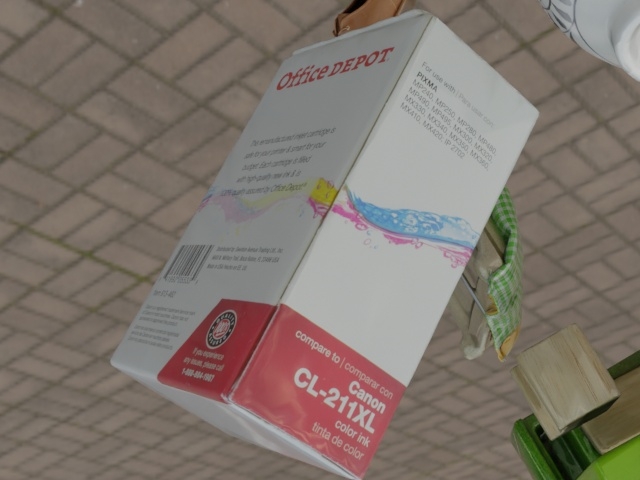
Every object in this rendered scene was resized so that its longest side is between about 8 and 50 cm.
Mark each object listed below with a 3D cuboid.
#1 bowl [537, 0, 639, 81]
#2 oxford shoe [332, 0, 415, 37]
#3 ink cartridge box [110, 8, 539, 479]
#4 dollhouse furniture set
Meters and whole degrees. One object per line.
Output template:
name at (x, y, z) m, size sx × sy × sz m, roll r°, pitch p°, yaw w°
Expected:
bowl at (0.149, -0.108, 0.405) m, size 0.170 × 0.080 × 0.170 m, roll 5°, pitch 157°, yaw 2°
oxford shoe at (0.039, -0.227, 1.260) m, size 0.076 × 0.212 × 0.076 m, roll 29°, pitch 165°, yaw -33°
ink cartridge box at (0.000, 0.000, 0.460) m, size 0.072 × 0.175 × 0.127 m, roll 36°, pitch 163°, yaw -25°
dollhouse furniture set at (0.164, 0.021, 0.690) m, size 0.151 × 0.302 × 0.197 m, roll -27°, pitch 159°, yaw -6°
